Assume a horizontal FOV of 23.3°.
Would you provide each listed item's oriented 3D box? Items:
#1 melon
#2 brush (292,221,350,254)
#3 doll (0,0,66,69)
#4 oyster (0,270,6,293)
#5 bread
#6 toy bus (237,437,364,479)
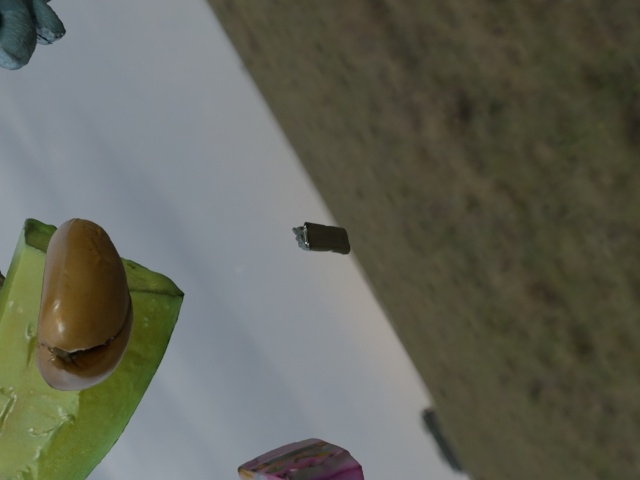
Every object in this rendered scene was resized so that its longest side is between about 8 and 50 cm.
[{"bbox_3d":[-0.282,0.153,1.528,0.196,0.323,0.124,23,176,19],"label":"melon"},{"bbox_3d":[0.000,0.000,1.779,0.190,0.028,0.034,4,-106,-75],"label":"brush"},{"bbox_3d":[-0.234,-0.164,1.070,0.120,0.075,0.179,38,-153,-33],"label":"doll"},{"bbox_3d":[-0.505,0.044,1.741,0.111,0.396,0.204,61,-160,-48],"label":"oyster"},{"bbox_3d":[-0.184,0.051,1.219,0.189,0.077,0.114,-110,31,-64],"label":"bread"},{"bbox_3d":[0.011,0.311,1.311,0.112,0.090,0.273,1,108,62],"label":"toy bus"}]
